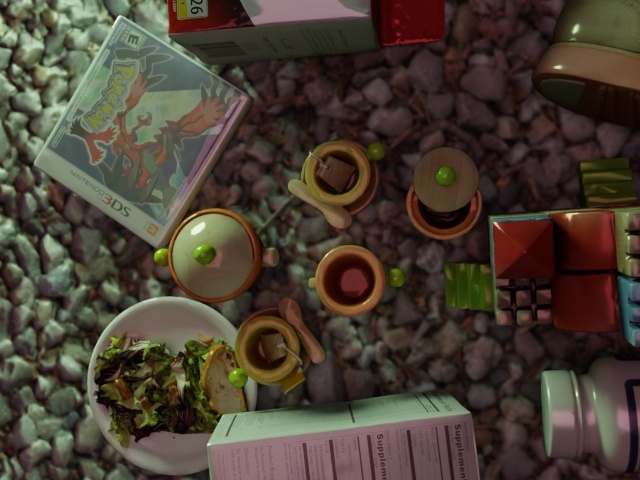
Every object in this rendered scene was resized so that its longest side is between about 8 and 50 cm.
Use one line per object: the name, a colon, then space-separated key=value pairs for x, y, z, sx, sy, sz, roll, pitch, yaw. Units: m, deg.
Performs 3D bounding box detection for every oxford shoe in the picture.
oxford shoe: x=0.401 y=-0.162 z=0.695 sx=0.397 sy=0.140 sz=0.146 roll=18 pitch=85 yaw=21

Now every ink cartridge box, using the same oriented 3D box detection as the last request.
ink cartridge box: x=-0.013 y=-0.355 z=0.797 sx=0.272 sy=0.130 sz=0.309 roll=-3 pitch=89 yaw=9

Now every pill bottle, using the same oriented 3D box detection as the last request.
pill bottle: x=0.311 y=0.164 z=0.747 sx=0.186 sy=0.112 sz=0.112 roll=-3 pitch=89 yaw=11

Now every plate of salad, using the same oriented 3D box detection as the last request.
plate of salad: x=-0.169 y=0.163 z=0.864 sx=0.200 sy=0.048 sz=0.200 roll=0 pitch=91 yaw=10

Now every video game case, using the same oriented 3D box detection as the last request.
video game case: x=-0.202 y=-0.122 z=0.883 sx=0.183 sy=0.023 sz=0.201 roll=33 pitch=95 yaw=8

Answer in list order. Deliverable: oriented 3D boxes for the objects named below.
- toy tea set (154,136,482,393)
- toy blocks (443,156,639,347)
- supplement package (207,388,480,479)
toy tea set: x=0.000 y=0.000 z=0.789 sx=0.336 sy=0.124 sz=0.200 roll=-38 pitch=81 yaw=5
toy blocks: x=0.293 y=0.019 z=0.669 sx=0.381 sy=0.261 sz=0.191 roll=-3 pitch=93 yaw=11
supplement package: x=0.024 y=0.234 z=0.765 sx=0.244 sy=0.139 sz=0.134 roll=-6 pitch=89 yaw=0
